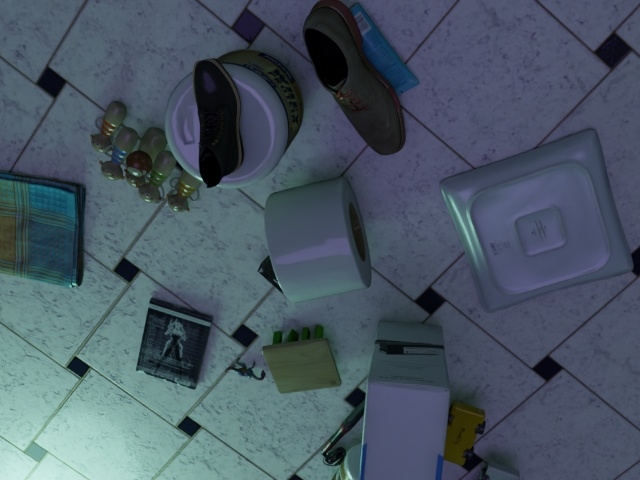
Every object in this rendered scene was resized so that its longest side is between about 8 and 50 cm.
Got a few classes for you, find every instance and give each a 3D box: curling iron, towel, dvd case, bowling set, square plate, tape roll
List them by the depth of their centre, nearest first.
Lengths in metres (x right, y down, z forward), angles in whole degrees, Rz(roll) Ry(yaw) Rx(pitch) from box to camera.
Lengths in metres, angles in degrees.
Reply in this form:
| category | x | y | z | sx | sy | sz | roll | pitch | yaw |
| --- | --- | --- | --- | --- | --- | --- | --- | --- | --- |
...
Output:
| category | x | y | z | sx | sy | sz | roll | pitch | yaw |
| --- | --- | --- | --- | --- | --- | --- | --- | --- | --- |
| tape roll | 0.000 | 0.000 | 1.506 | 0.169 | 0.246 | 0.246 | -12 | 110 | 12 |
| bowling set | -0.403 | -0.159 | 1.525 | 0.287 | 0.200 | 0.154 | 33 | 114 | -2 |
| square plate | 0.478 | -0.025 | 1.541 | 0.343 | 0.049 | 0.348 | -19 | 108 | 14 |
| towel | -0.753 | -0.035 | 1.700 | 0.369 | 0.040 | 0.272 | 10 | 112 | 3 |
| dvd case | -0.373 | 0.264 | 1.784 | 0.164 | 0.018 | 0.221 | 17 | 114 | 1 |
| curling iron | 0.081 | 0.479 | 1.805 | 0.068 | 0.035 | 0.274 | 25 | 114 | -8 |

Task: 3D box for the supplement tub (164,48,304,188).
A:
| category | x | y | z | sx | sy | sz | roll | pitch | yaw |
| --- | --- | --- | --- | --- | --- | --- | --- | --- | --- |
| supplement tub | -0.155 | -0.251 | 1.383 | 0.228 | 0.316 | 0.229 | 3 | 113 | 6 |

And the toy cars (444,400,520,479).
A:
| category | x | y | z | sx | sy | sz | roll | pitch | yaw |
| --- | --- | --- | --- | --- | --- | --- | --- | --- | --- |
| toy cars | 0.394 | 0.542 | 1.767 | 0.176 | 0.087 | 0.394 | -20 | 113 | 27 |

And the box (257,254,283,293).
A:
| category | x | y | z | sx | sy | sz | roll | pitch | yaw |
| --- | --- | --- | --- | --- | --- | --- | --- | --- | --- |
| box | -0.095 | 0.070 | 1.651 | 0.083 | 0.052 | 0.062 | 43 | 109 | -10 |

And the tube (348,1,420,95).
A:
| category | x | y | z | sx | sy | sz | roll | pitch | yaw |
| --- | --- | --- | --- | --- | --- | --- | --- | --- | --- |
| tube | 0.115 | -0.386 | 1.442 | 0.080 | 0.052 | 0.207 | -26 | 111 | 32 |

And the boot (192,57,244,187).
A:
| category | x | y | z | sx | sy | sz | roll | pitch | yaw |
| --- | --- | --- | --- | --- | --- | --- | --- | --- | --- |
| boot | -0.177 | -0.194 | 1.162 | 0.076 | 0.137 | 0.198 | -11 | 110 | 11 |

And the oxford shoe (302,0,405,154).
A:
| category | x | y | z | sx | sy | sz | roll | pitch | yaw |
| --- | --- | --- | --- | --- | --- | --- | --- | --- | --- |
| oxford shoe | 0.058 | -0.301 | 1.416 | 0.122 | 0.130 | 0.348 | -17 | 118 | 35 |

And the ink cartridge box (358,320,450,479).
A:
| category | x | y | z | sx | sy | sz | roll | pitch | yaw |
| --- | --- | --- | --- | --- | --- | --- | --- | --- | --- |
| ink cartridge box | 0.182 | 0.370 | 1.531 | 0.166 | 0.395 | 0.286 | 5 | 101 | 7 |

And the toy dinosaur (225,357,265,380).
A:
| category | x | y | z | sx | sy | sz | roll | pitch | yaw |
| --- | --- | --- | --- | --- | --- | --- | --- | --- | --- |
| toy dinosaur | -0.184 | 0.332 | 1.788 | 0.082 | 0.047 | 0.090 | 40 | 145 | -19 |

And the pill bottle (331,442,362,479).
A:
| category | x | y | z | sx | sy | sz | roll | pitch | yaw |
| --- | --- | --- | --- | --- | --- | --- | --- | --- | --- |
| pill bottle | 0.093 | 0.633 | 1.800 | 0.131 | 0.131 | 0.229 | 21 | 128 | -1 |

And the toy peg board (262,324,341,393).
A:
| category | x | y | z | sx | sy | sz | roll | pitch | yaw |
| --- | --- | --- | --- | --- | --- | --- | --- | --- | --- |
| toy peg board | -0.042 | 0.287 | 1.731 | 0.161 | 0.079 | 0.161 | -9 | 126 | 12 |
